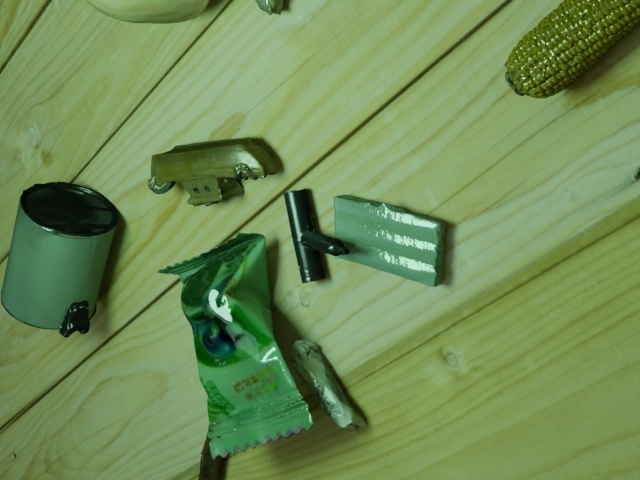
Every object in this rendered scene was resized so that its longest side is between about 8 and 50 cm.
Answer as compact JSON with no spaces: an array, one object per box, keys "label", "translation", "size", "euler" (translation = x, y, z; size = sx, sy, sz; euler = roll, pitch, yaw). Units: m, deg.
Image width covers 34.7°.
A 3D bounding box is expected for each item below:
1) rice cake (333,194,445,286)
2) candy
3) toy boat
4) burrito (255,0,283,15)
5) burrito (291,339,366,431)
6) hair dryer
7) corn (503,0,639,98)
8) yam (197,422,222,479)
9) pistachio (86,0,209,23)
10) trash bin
[{"label":"rice cake","translation":[0.113,-0.005,1.758],"size":[0.237,0.043,0.127],"euler":[14,109,40]},{"label":"candy","translation":[-0.160,0.201,1.950],"size":[0.263,0.172,0.398],"euler":[-32,63,41]},{"label":"toy boat","translation":[-0.212,-0.129,2.002],"size":[0.321,0.089,0.121],"euler":[-1,105,42]},{"label":"burrito","translation":[-0.081,-0.536,1.800],"size":[0.082,0.059,0.275],"euler":[35,123,49]},{"label":"burrito","translation":[0.008,0.273,1.911],"size":[0.203,0.064,0.064],"euler":[55,130,18]},{"label":"hair dryer","translation":[-0.001,-0.014,1.819],"size":[0.195,0.050,0.173],"euler":[-12,92,66]},{"label":"corn","translation":[0.376,-0.301,1.410],"size":[0.293,0.106,0.106],"euler":[-39,74,38]},{"label":"yam","translation":[-0.232,0.464,2.185],"size":[0.057,0.056,0.241],"euler":[32,121,34]},{"label":"pistachio","translation":[-0.320,-0.516,1.922],"size":[0.321,0.229,0.238],"euler":[3,144,37]},{"label":"trash bin","translation":[-0.587,0.034,2.299],"size":[0.277,0.217,0.263],"euler":[40,124,31]}]
